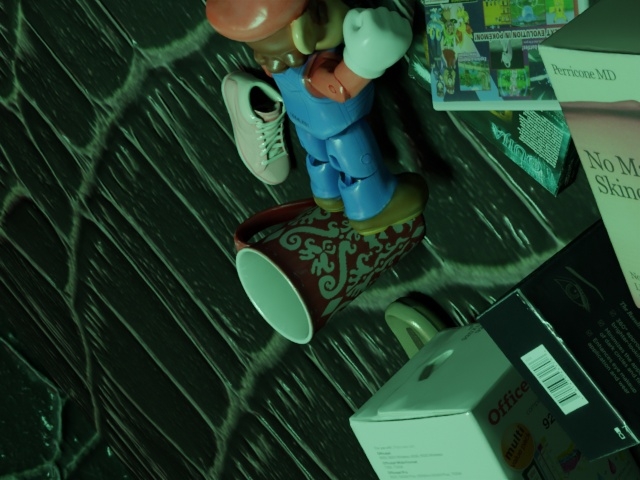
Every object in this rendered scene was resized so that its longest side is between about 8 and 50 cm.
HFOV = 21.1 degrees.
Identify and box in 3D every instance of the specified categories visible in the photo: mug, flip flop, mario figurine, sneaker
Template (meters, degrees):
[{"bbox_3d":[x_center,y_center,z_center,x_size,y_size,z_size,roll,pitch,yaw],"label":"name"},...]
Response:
[{"bbox_3d":[0.003,-0.003,1.734,0.150,0.169,0.113,48,156,14],"label":"mug"},{"bbox_3d":[0.145,0.187,1.837,0.277,0.080,0.112,56,156,-8],"label":"flip flop"},{"bbox_3d":[0.023,-0.169,1.574,0.198,0.170,0.320,0,133,27],"label":"mario figurine"},{"bbox_3d":[-0.060,-0.117,1.837,0.070,0.051,0.134,17,133,60],"label":"sneaker"}]

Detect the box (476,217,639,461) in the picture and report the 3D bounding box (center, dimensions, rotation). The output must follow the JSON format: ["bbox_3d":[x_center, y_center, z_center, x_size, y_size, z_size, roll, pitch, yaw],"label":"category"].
[{"bbox_3d":[0.244,0.071,1.415,0.156,0.158,0.093,52,155,4],"label":"box"}]

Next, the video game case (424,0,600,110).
[{"bbox_3d":[0.145,-0.192,1.328,0.201,0.023,0.183,7,105,57],"label":"video game case"}]

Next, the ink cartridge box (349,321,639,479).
[{"bbox_3d":[0.179,0.216,1.672,0.168,0.171,0.233,-12,113,47],"label":"ink cartridge box"}]

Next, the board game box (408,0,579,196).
[{"bbox_3d":[0.151,-0.135,1.471,0.186,0.026,0.126,43,155,23],"label":"board game box"}]

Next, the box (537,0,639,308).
[{"bbox_3d":[0.277,-0.065,1.216,0.148,0.127,0.232,14,135,55],"label":"box"}]
